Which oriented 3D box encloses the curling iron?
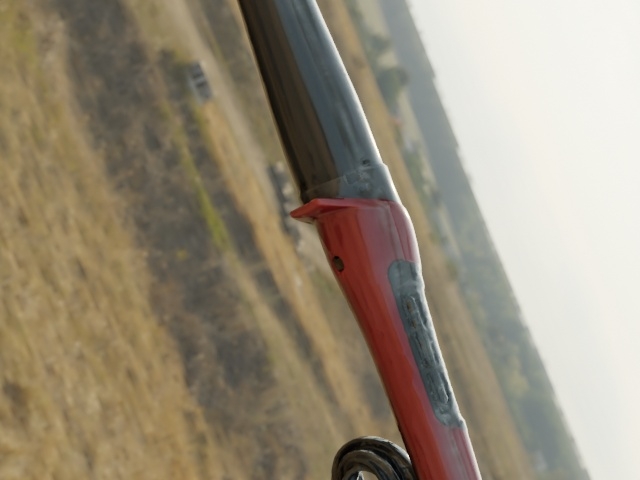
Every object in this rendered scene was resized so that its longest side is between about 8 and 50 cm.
[{"bbox_3d":[0.000,0.000,0.467,0.035,0.068,0.274,-22,98,-66],"label":"curling iron"}]
